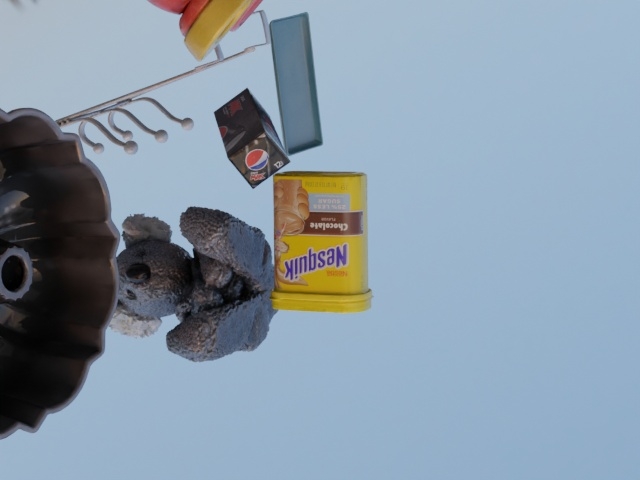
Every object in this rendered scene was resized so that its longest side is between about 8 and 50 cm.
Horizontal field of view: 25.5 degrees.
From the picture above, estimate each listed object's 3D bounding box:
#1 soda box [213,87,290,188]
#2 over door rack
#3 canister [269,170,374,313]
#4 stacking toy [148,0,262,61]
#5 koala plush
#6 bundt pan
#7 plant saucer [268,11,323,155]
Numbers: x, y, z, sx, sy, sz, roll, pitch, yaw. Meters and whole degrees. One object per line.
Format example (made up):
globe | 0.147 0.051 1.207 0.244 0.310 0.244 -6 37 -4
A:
soda box | -0.087 -0.128 1.741 0.060 0.053 0.169 -36 -155 6
over door rack | -0.229 -0.216 2.133 0.324 0.108 0.239 -30 -176 21
canister | 0.000 0.000 1.754 0.126 0.170 0.073 1 -173 20
stacking toy | -0.086 -0.367 1.631 0.279 0.130 0.309 -50 -174 16
koala plush | -0.184 0.058 1.866 0.221 0.203 0.196 4 -94 26
bundt pan | -0.350 0.028 1.409 0.124 0.331 0.331 4 -135 31
plant saucer | -0.036 -0.218 1.963 0.067 0.192 0.018 -20 -156 -36
